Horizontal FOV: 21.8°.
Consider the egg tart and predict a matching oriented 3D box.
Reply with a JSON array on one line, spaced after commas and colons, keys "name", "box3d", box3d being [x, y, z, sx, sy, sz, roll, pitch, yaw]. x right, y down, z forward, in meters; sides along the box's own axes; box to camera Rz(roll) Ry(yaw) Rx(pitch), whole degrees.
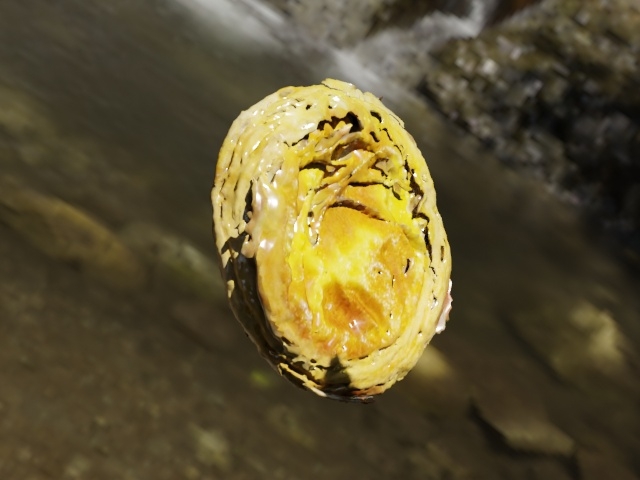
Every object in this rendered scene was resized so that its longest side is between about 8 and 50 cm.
[{"name": "egg tart", "box3d": [0.000, 0.000, 1.421, 0.132, 0.297, 0.297, -10, -21, 42]}]
